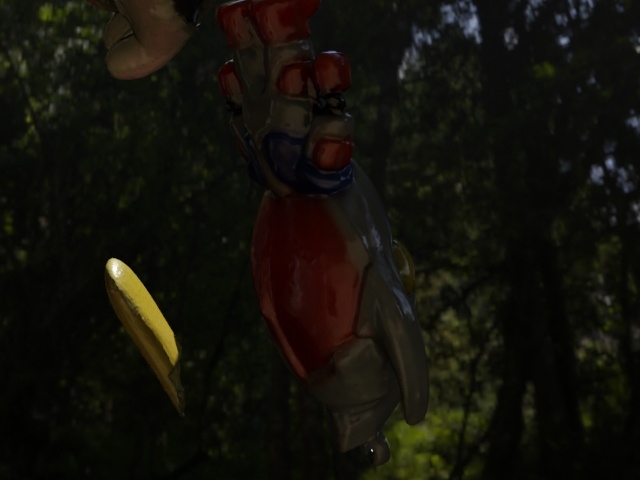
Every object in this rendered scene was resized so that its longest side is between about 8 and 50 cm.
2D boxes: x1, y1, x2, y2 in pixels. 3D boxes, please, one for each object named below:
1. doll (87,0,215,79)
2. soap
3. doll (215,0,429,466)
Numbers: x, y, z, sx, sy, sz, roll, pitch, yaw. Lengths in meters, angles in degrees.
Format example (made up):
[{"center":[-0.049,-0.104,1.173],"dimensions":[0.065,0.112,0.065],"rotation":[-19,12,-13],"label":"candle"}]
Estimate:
[{"center":[-0.133,-0.205,0.873],"dimensions":[0.095,0.192,0.149],"rotation":[-19,-48,-9],"label":"doll"},{"center":[-0.165,0.092,1.217],"dimensions":[0.033,0.089,0.168],"rotation":[-27,-72,7],"label":"soap"},{"center":[0.000,0.000,0.486],"dimensions":[0.104,0.062,0.195],"rotation":[-2,-72,42],"label":"doll"}]
